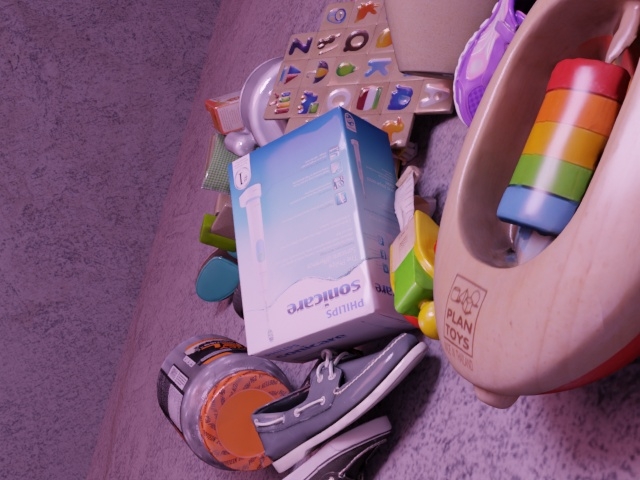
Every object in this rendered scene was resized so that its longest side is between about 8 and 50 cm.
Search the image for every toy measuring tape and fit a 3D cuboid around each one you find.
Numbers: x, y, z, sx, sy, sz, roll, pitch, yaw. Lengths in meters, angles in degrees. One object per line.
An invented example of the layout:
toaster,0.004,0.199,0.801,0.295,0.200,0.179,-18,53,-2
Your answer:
toy measuring tape,0.148,0.016,0.970,0.121,0.121,0.330,-58,13,29

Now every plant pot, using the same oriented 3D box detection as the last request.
plant pot,0.180,-0.355,1.049,0.256,0.257,0.273,-152,67,-69

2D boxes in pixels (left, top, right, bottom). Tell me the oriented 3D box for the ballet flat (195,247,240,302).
ballet flat,-0.184,0.022,1.795,0.316,0.108,0.106,-50,8,39

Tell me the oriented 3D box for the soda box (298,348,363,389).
soda box,0.004,0.231,1.171,0.169,0.060,0.053,-59,24,28

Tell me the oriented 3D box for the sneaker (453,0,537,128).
sneaker,0.230,-0.233,0.936,0.104,0.095,0.236,-76,9,-69

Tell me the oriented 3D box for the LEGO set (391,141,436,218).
LEGO set,0.088,-0.113,1.205,0.132,0.107,0.287,-51,28,41

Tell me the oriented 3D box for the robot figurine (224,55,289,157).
robot figurine,-0.049,-0.249,1.514,0.300,0.199,0.353,-28,17,-3

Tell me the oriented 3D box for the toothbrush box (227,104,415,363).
toothbrush box,0.000,0.000,1.099,0.216,0.126,0.295,-24,63,32

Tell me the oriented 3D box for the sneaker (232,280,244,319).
sneaker,-0.062,0.081,1.369,0.125,0.140,0.341,-45,-14,-27

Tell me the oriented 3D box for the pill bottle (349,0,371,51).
pill bottle,0.096,-0.329,1.357,0.121,0.121,0.221,-32,43,58

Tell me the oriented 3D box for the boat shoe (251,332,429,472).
boat shoe,0.012,0.200,1.046,0.116,0.099,0.319,-24,-17,-50

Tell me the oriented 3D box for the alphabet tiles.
alphabet tiles,0.069,-0.269,1.255,0.343,0.011,0.285,4,67,34

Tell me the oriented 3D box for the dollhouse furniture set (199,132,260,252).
dollhouse furniture set,-0.125,-0.128,1.614,0.151,0.198,0.301,-52,28,45

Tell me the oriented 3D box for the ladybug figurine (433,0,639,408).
ladybug figurine,0.246,-0.060,0.687,0.449,0.162,0.305,-67,22,6

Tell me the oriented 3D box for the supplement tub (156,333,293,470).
supplement tub,-0.161,0.274,1.357,0.316,0.194,0.193,6,77,68

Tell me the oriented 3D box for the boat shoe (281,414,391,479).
boat shoe,0.027,0.306,1.049,0.219,0.078,0.070,-47,63,33

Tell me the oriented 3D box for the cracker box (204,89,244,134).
cracker box,-0.127,-0.303,1.753,0.156,0.232,0.067,-137,30,-68
